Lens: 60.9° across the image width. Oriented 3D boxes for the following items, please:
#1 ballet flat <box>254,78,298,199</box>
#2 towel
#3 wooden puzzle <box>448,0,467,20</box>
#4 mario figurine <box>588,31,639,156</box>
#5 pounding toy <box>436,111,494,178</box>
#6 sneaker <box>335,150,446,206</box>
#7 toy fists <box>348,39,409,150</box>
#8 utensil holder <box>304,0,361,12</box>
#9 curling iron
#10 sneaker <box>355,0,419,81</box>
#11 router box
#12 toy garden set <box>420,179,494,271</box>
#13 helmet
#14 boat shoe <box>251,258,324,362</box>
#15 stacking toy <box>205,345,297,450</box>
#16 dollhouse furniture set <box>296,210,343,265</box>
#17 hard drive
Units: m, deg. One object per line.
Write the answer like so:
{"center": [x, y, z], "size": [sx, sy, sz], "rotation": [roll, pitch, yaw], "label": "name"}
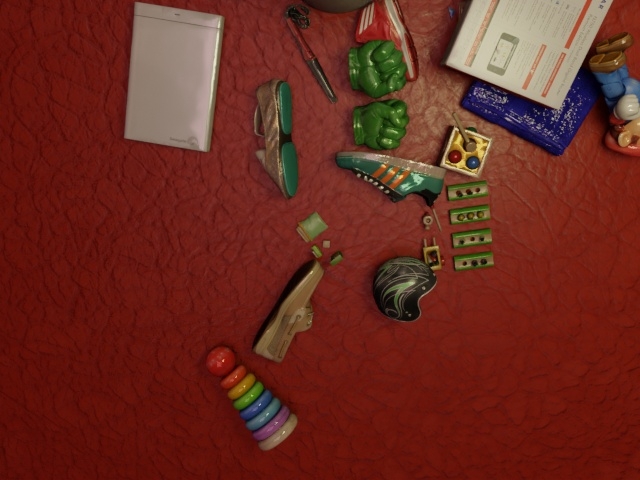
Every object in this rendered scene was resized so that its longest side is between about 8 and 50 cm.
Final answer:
{"center": [-0.124, -0.268, 1.465], "size": [0.106, 0.107, 0.316], "rotation": [0, 98, 23], "label": "ballet flat"}
{"center": [0.551, -0.381, 1.404], "size": [0.308, 0.076, 0.228], "rotation": [27, 103, -3], "label": "towel"}
{"center": [0.391, -0.578, 1.400], "size": [0.116, 0.014, 0.079], "rotation": [-8, 102, 5], "label": "wooden puzzle"}
{"center": [0.778, -0.343, 1.326], "size": [0.198, 0.170, 0.320], "rotation": [-39, 120, 1], "label": "mario figurine"}
{"center": [0.376, -0.250, 1.430], "size": [0.130, 0.100, 0.141], "rotation": [17, 103, -1], "label": "pounding toy"}
{"center": [0.180, -0.165, 1.456], "size": [0.302, 0.108, 0.121], "rotation": [12, 99, -1], "label": "sneaker"}
{"center": [0.152, -0.365, 1.389], "size": [0.142, 0.096, 0.279], "rotation": [0, 114, 14], "label": "toy fists"}
{"center": [0.034, -0.699, 1.203], "size": [0.327, 0.385, 0.328], "rotation": [1, 103, 2], "label": "utensil holder"}
{"center": [-0.018, -0.491, 1.430], "size": [0.068, 0.035, 0.274], "rotation": [-22, 100, 8], "label": "curling iron"}
{"center": [0.169, -0.506, 1.410], "size": [0.128, 0.087, 0.221], "rotation": [-14, 104, 25], "label": "sneaker"}
{"center": [0.492, -0.521, 1.286], "size": [0.301, 0.082, 0.336], "rotation": [21, 106, -4], "label": "router box"}
{"center": [0.370, -0.029, 1.506], "size": [0.203, 0.049, 0.244], "rotation": [-8, 102, 5], "label": "toy garden set"}
{"center": [0.228, 0.122, 1.490], "size": [0.169, 0.169, 0.162], "rotation": [5, 120, 2], "label": "helmet"}
{"center": [-0.073, 0.204, 1.553], "size": [0.110, 0.122, 0.341], "rotation": [30, 113, -8], "label": "boat shoe"}
{"center": [-0.216, 0.450, 1.615], "size": [0.141, 0.141, 0.330], "rotation": [-37, 92, 10], "label": "stacking toy"}
{"center": [0.000, 0.000, 1.527], "size": [0.076, 0.058, 0.152], "rotation": [-37, 98, 10], "label": "dollhouse furniture set"}
{"center": [-0.394, -0.432, 1.458], "size": [0.232, 0.047, 0.353], "rotation": [10, 103, 1], "label": "hard drive"}
